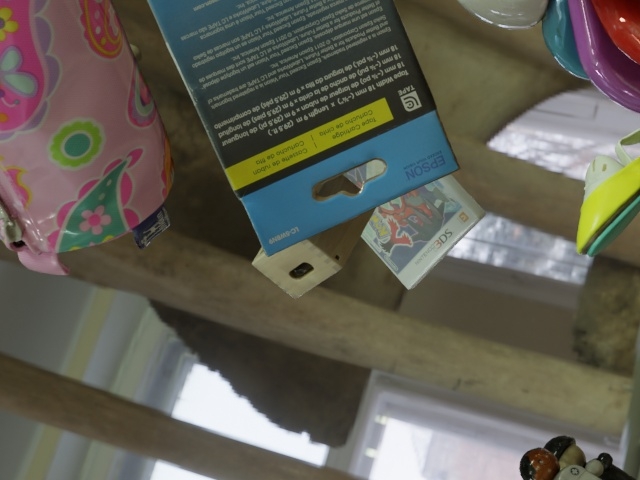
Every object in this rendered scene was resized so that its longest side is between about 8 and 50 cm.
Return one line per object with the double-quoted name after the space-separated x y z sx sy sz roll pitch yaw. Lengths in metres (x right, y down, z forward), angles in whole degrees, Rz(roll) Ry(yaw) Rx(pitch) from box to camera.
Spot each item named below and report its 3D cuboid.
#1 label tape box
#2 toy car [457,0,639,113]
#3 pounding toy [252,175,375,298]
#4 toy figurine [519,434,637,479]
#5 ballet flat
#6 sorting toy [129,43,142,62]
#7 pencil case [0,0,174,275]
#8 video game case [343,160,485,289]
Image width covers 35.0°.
-0.026 -0.186 1.108 0.106 0.240 0.334 -138 25 -78 "label tape box"
0.152 -0.125 0.452 0.182 0.159 0.136 161 93 -81 "toy car"
0.000 0.000 1.225 0.141 0.100 0.130 -36 19 51 "pounding toy"
0.292 0.356 1.269 0.209 0.148 0.213 14 -74 -59 "toy figurine"
0.320 -0.066 1.037 0.231 0.077 0.077 -34 -23 -24 "ballet flat"
-0.263 -0.127 0.864 0.348 0.195 0.047 -83 -28 -69 "sorting toy"
-0.169 -0.109 0.522 0.284 0.124 0.124 74 -147 -47 "pencil case"
0.102 -0.056 1.363 0.023 0.201 0.183 -32 -13 -42 "video game case"
